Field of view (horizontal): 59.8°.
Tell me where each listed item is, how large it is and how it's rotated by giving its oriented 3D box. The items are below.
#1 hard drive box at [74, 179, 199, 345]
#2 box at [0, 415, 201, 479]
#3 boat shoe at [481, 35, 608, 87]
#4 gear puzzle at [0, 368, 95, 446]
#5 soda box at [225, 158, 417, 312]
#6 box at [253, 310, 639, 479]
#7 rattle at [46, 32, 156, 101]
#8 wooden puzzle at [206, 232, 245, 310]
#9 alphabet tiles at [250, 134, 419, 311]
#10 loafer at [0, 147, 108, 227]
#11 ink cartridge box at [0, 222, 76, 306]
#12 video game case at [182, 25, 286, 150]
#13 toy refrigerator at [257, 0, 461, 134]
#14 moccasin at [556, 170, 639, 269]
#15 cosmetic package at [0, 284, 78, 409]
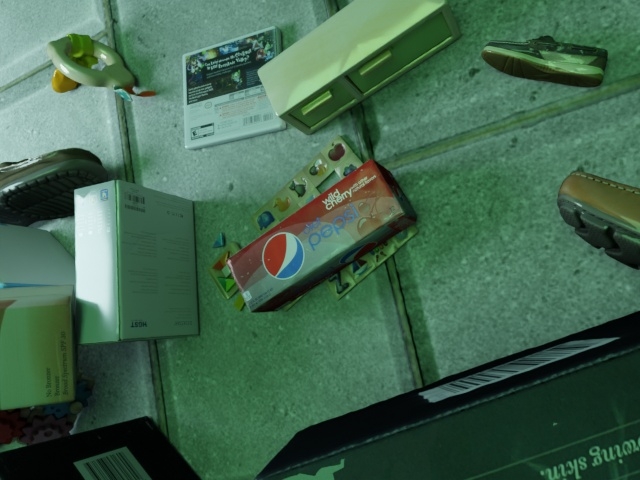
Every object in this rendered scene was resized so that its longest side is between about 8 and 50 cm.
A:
[{"bbox_3d":[-0.282,0.040,0.870,0.089,0.181,0.232,-9,79,24],"label":"hard drive box"},{"bbox_3d":[-0.378,0.441,0.800,0.183,0.296,0.294,39,99,24],"label":"box"},{"bbox_3d":[0.287,-0.236,0.715,0.152,0.056,0.049,20,87,16],"label":"boat shoe"},{"bbox_3d":[-0.549,0.263,0.888,0.175,0.339,0.044,-59,36,13],"label":"gear puzzle"},{"bbox_3d":[0.000,0.000,0.788,0.263,0.083,0.092,-33,72,17],"label":"soda box"},{"bbox_3d":[0.254,0.326,0.450,0.480,0.297,0.471,-20,77,-1],"label":"box"},{"bbox_3d":[-0.412,-0.277,1.032,0.200,0.130,0.142,36,112,-3],"label":"rattle"},{"bbox_3d":[-0.146,0.050,0.895,0.116,0.014,0.078,47,109,23],"label":"wooden puzzle"},{"bbox_3d":[-0.002,-0.011,0.842,0.237,0.009,0.198,-42,69,15],"label":"alphabet tiles"},{"bbox_3d":[-0.553,-0.108,1.038,0.366,0.134,0.130,-15,65,21],"label":"loafer"},{"bbox_3d":[-0.582,0.131,0.987,0.197,0.198,0.270,39,100,24],"label":"ink cartridge box"},{"bbox_3d":[-0.148,-0.251,0.932,0.190,0.022,0.173,-7,81,25],"label":"video game case"},{"bbox_3d":[0.055,-0.263,0.795,0.270,0.102,0.094,-29,73,18],"label":"toy refrigerator"},{"bbox_3d":[0.445,-0.015,0.567,0.380,0.139,0.147,16,84,28],"label":"moccasin"},{"bbox_3d":[-0.503,0.153,0.779,0.129,0.296,0.153,-157,66,-67],"label":"cosmetic package"}]
